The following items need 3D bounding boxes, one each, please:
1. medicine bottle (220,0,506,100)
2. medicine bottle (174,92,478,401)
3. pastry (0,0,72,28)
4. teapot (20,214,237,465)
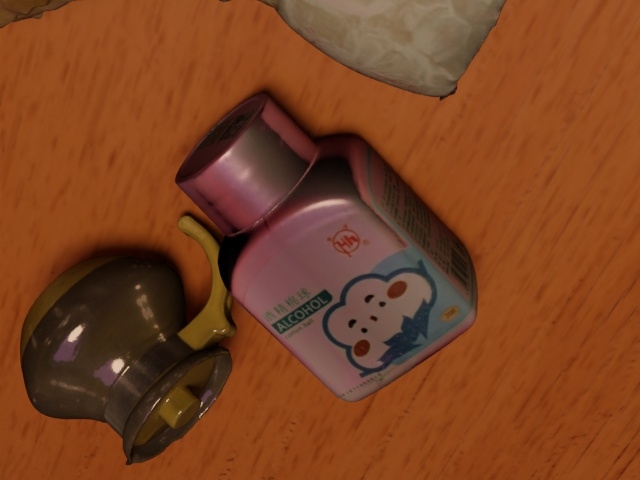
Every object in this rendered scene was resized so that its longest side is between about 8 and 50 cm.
[{"bbox_3d":[0.031,-0.164,0.553,0.143,0.147,0.147,25,120,-5],"label":"medicine bottle"},{"bbox_3d":[0.000,0.000,0.683,0.119,0.094,0.188,-37,111,22],"label":"medicine bottle"},{"bbox_3d":[-0.186,-0.255,0.528,0.330,0.136,0.329,3,119,5],"label":"pastry"},{"bbox_3d":[-0.119,0.065,0.721,0.119,0.130,0.165,40,89,17],"label":"teapot"}]
